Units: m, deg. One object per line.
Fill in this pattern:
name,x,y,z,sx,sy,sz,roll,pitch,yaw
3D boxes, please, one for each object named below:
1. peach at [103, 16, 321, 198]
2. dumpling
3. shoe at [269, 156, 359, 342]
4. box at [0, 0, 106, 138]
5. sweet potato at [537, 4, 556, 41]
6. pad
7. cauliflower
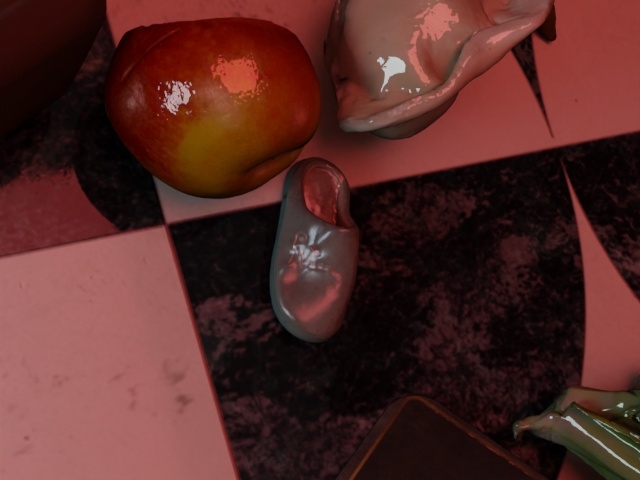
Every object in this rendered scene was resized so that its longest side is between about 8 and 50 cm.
peach,-0.100,-0.139,0.986,0.190,0.190,0.192,-38,88,-29
dumpling,0.124,-0.215,1.081,0.243,0.187,0.318,-6,53,15
shoe,0.000,0.000,1.048,0.079,0.078,0.195,12,66,-22
box,-0.372,-0.221,0.854,0.229,0.239,0.339,-41,93,-32
sweet potato,0.194,-0.322,1.250,0.249,0.059,0.069,37,43,-7
pad,0.160,0.331,0.951,0.375,0.063,0.315,33,57,11
cauliflower,0.337,0.204,1.085,0.315,0.256,0.238,14,70,12
